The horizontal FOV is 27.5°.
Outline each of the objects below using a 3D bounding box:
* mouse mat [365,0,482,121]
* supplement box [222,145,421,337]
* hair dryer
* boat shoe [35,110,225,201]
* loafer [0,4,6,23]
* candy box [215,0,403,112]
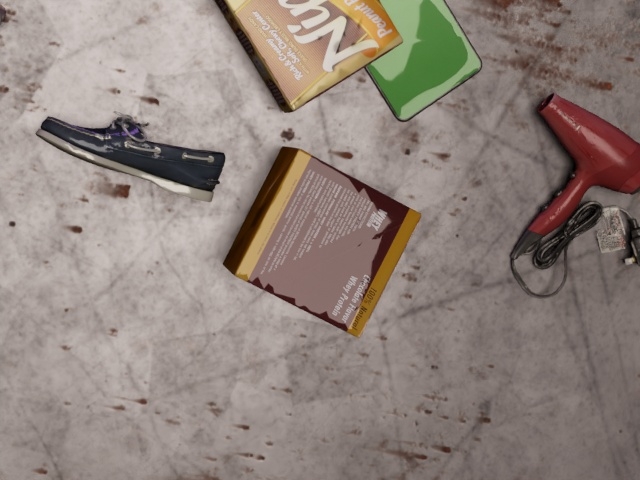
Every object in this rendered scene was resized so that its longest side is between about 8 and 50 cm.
[{"bbox_3d":[0.126,-0.284,1.856,0.152,0.007,0.190,-34,100,-7],"label":"mouse mat"},{"bbox_3d":[0.000,0.000,1.796,0.194,0.129,0.191,27,90,-13],"label":"supplement box"},{"bbox_3d":[0.376,-0.072,1.893,0.223,0.080,0.294,-13,98,-10],"label":"hair dryer"},{"bbox_3d":[-0.250,-0.124,1.748,0.254,0.095,0.079,19,93,-14],"label":"boat shoe"},{"bbox_3d":[-0.472,-0.320,1.716,0.125,0.039,0.045,30,122,-10],"label":"loafer"},{"bbox_3d":[-0.050,-0.353,1.768,0.183,0.087,0.316,-33,100,-7],"label":"candy box"}]
